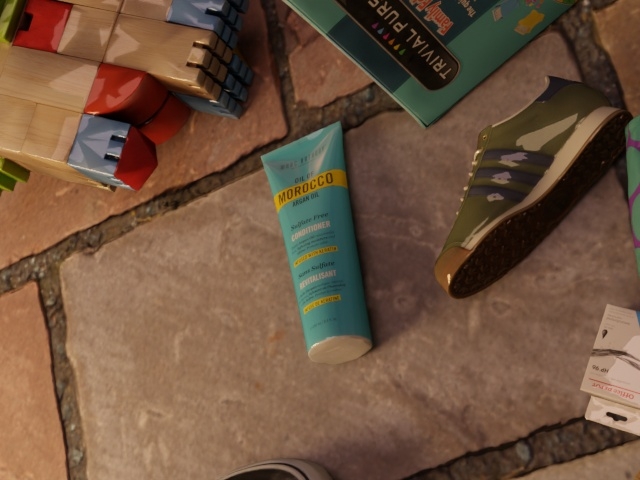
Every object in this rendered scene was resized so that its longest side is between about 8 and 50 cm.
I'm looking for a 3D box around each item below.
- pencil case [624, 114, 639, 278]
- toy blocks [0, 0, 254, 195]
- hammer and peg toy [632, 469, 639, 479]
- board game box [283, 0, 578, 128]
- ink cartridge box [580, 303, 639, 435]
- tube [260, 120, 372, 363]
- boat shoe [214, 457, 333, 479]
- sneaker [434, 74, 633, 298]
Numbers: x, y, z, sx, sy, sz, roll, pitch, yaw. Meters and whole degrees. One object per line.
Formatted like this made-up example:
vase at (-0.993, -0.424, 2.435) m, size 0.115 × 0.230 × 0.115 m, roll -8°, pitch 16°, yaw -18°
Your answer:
pencil case at (0.257, -0.023, 0.879) m, size 0.070 × 0.064 × 0.151 m, roll -9°, pitch 70°, yaw 24°
toy blocks at (-0.175, -0.192, 1.130) m, size 0.261 × 0.191 × 0.381 m, roll 15°, pitch 81°, yaw 21°
hammer and peg toy at (0.338, 0.236, 0.713) m, size 0.361 × 0.127 × 0.266 m, roll 33°, pitch 90°, yaw 32°
board game box at (0.136, -0.261, 0.912) m, size 0.336 × 0.254 × 0.079 m, roll -39°, pitch 57°, yaw 13°
ink cartridge box at (0.219, 0.093, 0.884) m, size 0.048 × 0.028 × 0.083 m, roll 14°, pitch 82°, yaw 32°
tube at (0.000, 0.000, 1.030) m, size 0.080 × 0.052 × 0.207 m, roll -20°, pitch 59°, yaw 15°
boat shoe at (-0.138, 0.275, 0.969) m, size 0.335 × 0.119 × 0.121 m, roll -34°, pitch 61°, yaw 16°
sneaker at (0.147, -0.048, 0.954) m, size 0.192 × 0.064 × 0.086 m, roll -46°, pitch 53°, yaw 6°
